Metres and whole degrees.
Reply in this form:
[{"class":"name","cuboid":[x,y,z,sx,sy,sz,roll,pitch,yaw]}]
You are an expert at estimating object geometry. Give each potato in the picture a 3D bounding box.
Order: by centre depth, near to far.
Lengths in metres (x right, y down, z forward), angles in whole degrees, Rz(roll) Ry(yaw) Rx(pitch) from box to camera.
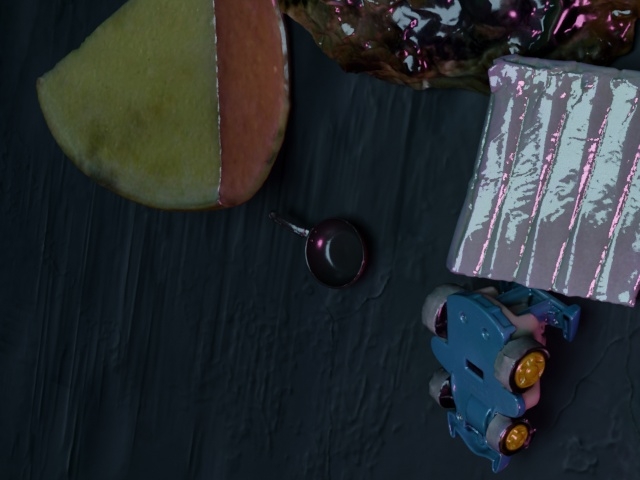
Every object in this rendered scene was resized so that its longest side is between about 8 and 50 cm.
[{"class":"potato","cuboid":[-0.161,-0.161,1.469,0.255,0.112,0.269,-1,90,38]}]

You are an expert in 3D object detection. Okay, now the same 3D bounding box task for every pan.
[{"class":"pan","cuboid":[0.000,0.000,1.418,0.115,0.023,0.068,33,112,25]}]

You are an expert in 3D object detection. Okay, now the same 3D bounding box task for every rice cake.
[{"class":"rice cake","cuboid":[0.208,-0.051,1.231,0.189,0.037,0.198,10,106,13]}]

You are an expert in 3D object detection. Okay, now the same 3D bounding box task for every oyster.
[{"class":"oyster","cuboid":[0.116,-0.238,1.285,0.361,0.096,0.221,14,95,31]}]

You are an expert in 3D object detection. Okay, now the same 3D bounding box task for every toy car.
[{"class":"toy car","cuboid":[0.163,0.111,1.288,0.126,0.098,0.161,37,141,49]}]
